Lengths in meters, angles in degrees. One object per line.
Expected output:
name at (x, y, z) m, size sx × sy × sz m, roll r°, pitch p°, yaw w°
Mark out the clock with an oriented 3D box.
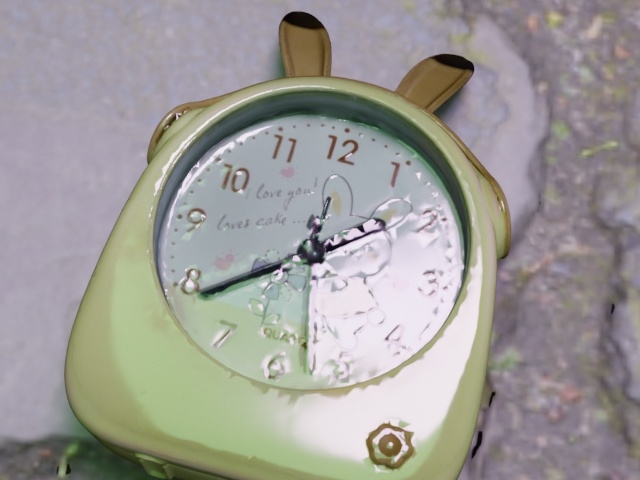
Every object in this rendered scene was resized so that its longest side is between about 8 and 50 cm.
clock at (0.000, 0.000, 0.569) m, size 0.170 × 0.069 × 0.232 m, roll 15°, pitch 70°, yaw 7°
